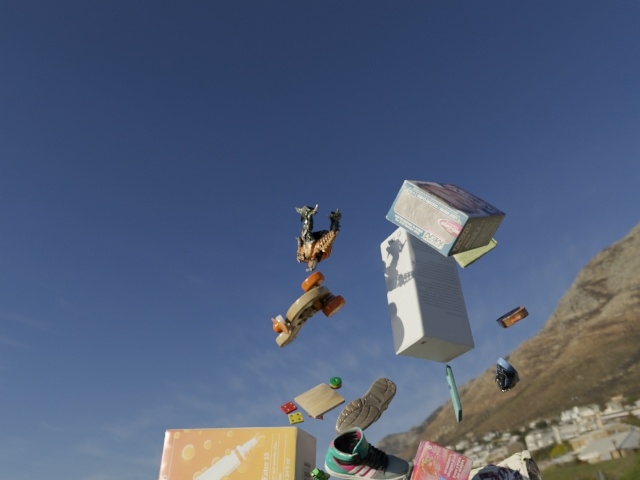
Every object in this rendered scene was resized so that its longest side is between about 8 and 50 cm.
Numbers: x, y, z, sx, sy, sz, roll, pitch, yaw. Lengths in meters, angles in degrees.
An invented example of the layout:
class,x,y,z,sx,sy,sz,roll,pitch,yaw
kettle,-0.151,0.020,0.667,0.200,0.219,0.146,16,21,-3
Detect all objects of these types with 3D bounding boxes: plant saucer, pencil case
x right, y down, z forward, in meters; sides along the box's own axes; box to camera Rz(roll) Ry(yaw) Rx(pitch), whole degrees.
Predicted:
class,x,y,z,sx,sy,sz,roll,pitch,yaw
plant saucer,0.444,0.505,1.779,0.018,0.192,0.067,-7,-55,6
pencil case,0.422,0.702,1.467,0.410,0.183,0.160,-31,1,28

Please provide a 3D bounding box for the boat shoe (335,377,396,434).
class,x,y,z,sx,sy,sz,roll,pitch,yaw
boat shoe,0.185,0.682,2.125,0.324,0.123,0.116,-29,-39,-35

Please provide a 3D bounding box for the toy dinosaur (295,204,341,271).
class,x,y,z,sx,sy,sz,roll,pitch,yaw
toy dinosaur,0.000,0.000,1.863,0.164,0.218,0.322,17,-14,-38

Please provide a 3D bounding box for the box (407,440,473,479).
class,x,y,z,sx,sy,sz,roll,pitch,yaw
box,0.266,0.632,1.300,0.123,0.256,0.128,21,-18,11

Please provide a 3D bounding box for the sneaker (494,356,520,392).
class,x,y,z,sx,sy,sz,roll,pitch,yaw
sneaker,0.780,0.576,2.268,0.090,0.081,0.232,-44,-46,-5

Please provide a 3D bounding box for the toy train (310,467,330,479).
class,x,y,z,sx,sy,sz,roll,pitch,yaw
toy train,0.001,0.539,1.228,0.024,0.017,0.083,-45,-38,-7

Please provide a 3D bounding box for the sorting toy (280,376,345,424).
class,x,y,z,sx,sy,sz,roll,pitch,yaw
sorting toy,-0.009,0.585,1.906,0.275,0.132,0.046,-20,-65,-31

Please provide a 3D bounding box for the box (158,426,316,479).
class,x,y,z,sx,sy,sz,roll,pitch,yaw
box,-0.198,0.577,1.296,0.345,0.215,0.168,-7,-30,14

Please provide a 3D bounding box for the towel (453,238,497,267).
class,x,y,z,sx,sy,sz,roll,pitch,yaw
towel,0.503,0.018,1.789,0.148,0.110,0.027,-34,-28,-6

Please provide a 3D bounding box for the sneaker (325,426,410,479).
class,x,y,z,sx,sy,sz,roll,pitch,yaw
sneaker,0.161,0.726,1.828,0.296,0.123,0.178,2,-57,6

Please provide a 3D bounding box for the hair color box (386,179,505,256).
class,x,y,z,sx,sy,sz,roll,pitch,yaw
hair color box,0.322,-0.061,1.325,0.347,0.174,0.105,-8,-52,-58

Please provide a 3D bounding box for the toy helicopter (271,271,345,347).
class,x,y,z,sx,sy,sz,roll,pitch,yaw
toy helicopter,-0.083,0.277,1.821,0.235,0.140,0.355,-28,-21,-39

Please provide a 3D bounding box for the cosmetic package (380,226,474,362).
class,x,y,z,sx,sy,sz,roll,pitch,yaw
cosmetic package,0.373,0.186,1.920,0.230,0.453,0.161,16,-39,-24

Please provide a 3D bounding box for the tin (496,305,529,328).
class,x,y,z,sx,sy,sz,roll,pitch,yaw
tin,0.705,0.284,1.972,0.106,0.040,0.190,-29,-11,7
